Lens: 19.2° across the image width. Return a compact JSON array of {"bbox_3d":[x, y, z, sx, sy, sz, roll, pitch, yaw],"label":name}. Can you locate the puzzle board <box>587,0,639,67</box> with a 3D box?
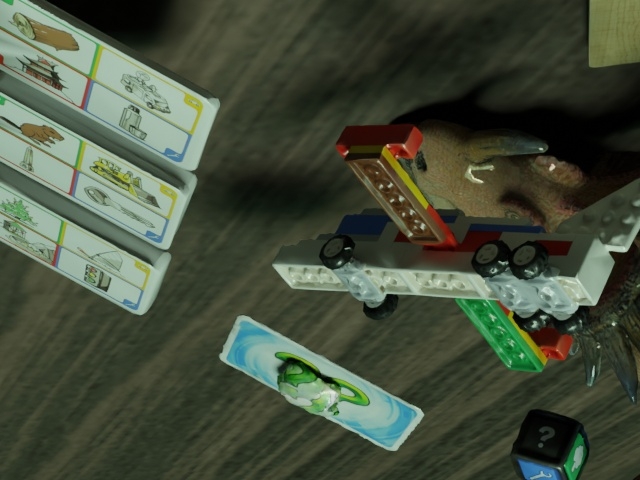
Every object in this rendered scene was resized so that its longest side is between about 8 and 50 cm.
[{"bbox_3d":[0.131,-0.092,0.584,0.096,0.011,0.128,-7,157,5],"label":"puzzle board"}]

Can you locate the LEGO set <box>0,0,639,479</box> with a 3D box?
[{"bbox_3d":[0.000,0.000,0.646,0.244,0.060,0.182,29,154,1],"label":"LEGO set"}]

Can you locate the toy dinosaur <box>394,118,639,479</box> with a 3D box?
[{"bbox_3d":[0.185,0.013,0.720,0.295,0.127,0.200,-12,151,0],"label":"toy dinosaur"}]
